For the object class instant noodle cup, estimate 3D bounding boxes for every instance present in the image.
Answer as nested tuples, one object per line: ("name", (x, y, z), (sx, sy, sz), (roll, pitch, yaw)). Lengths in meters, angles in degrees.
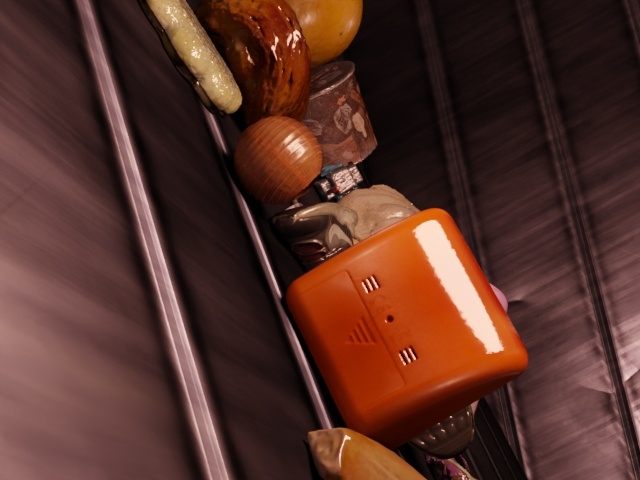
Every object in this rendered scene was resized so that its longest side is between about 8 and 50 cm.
("instant noodle cup", (0.019, -0.285, 2.515), (0.217, 0.217, 0.207), (-103, 168, -66))

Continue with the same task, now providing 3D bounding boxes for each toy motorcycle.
("toy motorcycle", (0.085, -0.050, 2.415), (0.272, 0.123, 0.182), (61, -14, -6))

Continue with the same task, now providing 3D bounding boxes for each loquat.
("loquat", (-0.066, -0.510, 2.420), (0.328, 0.328, 0.360), (-14, 103, -82))

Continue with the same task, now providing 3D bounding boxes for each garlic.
("garlic", (0.095, 0.319, 1.178), (0.318, 0.112, 0.143), (46, 14, -17))

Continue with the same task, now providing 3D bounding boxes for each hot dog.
("hot dog", (-0.111, -0.322, 1.935), (0.267, 0.174, 0.387), (63, -2, 3))

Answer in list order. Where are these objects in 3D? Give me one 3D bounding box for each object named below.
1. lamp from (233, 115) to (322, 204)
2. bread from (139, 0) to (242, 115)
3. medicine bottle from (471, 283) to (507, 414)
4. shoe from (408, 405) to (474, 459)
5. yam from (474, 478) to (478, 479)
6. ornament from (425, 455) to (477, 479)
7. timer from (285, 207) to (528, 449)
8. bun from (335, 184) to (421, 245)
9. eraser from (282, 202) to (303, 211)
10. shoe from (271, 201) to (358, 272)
("lamp", (-0.064, -0.120, 1.588), (0.136, 0.136, 0.136), (58, 8, -13))
("bread", (-0.206, -0.311, 1.696), (0.286, 0.056, 0.207), (55, 7, -24))
("medicine bottle", (0.249, 0.203, 1.972), (0.152, 0.152, 0.255), (52, 47, -45))
("shoe", (0.135, 0.215, 1.742), (0.336, 0.132, 0.171), (60, -2, 23))
("yam", (0.314, 0.545, 1.894), (0.046, 0.046, 0.264), (51, 12, -50))
("ornament", (0.227, 0.377, 1.818), (0.088, 0.081, 0.203), (54, 9, -40))
("timer", (0.113, 0.113, 1.428), (0.257, 0.250, 0.161), (63, 8, 19))
("bun", (0.118, 0.032, 1.941), (0.281, 0.204, 0.281), (57, 10, -15))
("eraser", (-0.035, -0.030, 1.845), (0.065, 0.026, 0.105), (59, 8, -1))
("shoe", (0.000, 0.000, 1.718), (0.227, 0.099, 0.112), (0, 81, -67))
